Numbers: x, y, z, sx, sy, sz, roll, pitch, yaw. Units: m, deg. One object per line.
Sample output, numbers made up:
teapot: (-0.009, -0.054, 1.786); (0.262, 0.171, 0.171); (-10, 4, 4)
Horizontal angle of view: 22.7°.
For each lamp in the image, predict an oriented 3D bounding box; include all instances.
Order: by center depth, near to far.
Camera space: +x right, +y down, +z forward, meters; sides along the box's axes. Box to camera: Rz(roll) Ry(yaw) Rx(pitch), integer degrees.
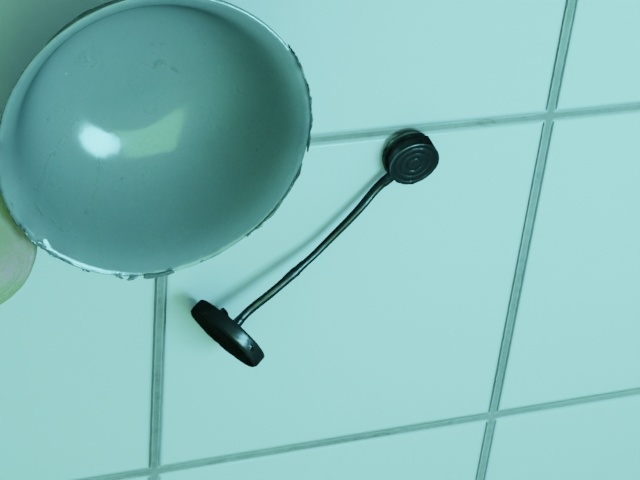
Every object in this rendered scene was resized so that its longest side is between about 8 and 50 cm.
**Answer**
lamp: (0.011, 0.024, 1.965); (0.371, 0.108, 0.130); (-34, 133, 3)

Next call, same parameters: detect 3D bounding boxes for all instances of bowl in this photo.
bowl: (-0.194, -0.142, 1.726); (0.345, 0.157, 0.345); (-12, 128, -16)

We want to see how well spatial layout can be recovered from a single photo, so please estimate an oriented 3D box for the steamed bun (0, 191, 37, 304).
steamed bun: (-0.398, -0.049, 1.706); (0.152, 0.170, 0.239); (-39, 132, -4)
